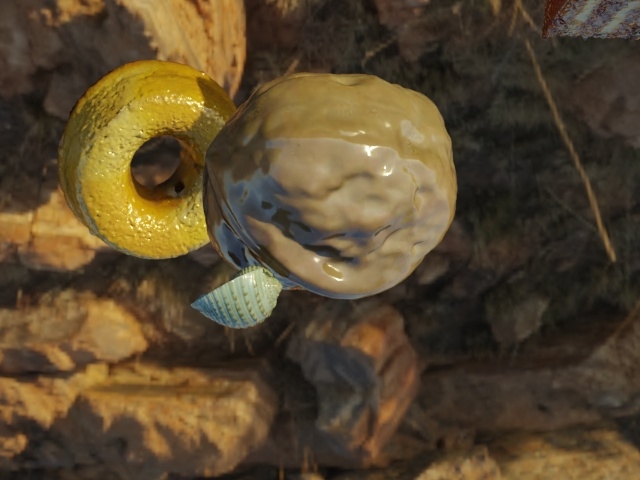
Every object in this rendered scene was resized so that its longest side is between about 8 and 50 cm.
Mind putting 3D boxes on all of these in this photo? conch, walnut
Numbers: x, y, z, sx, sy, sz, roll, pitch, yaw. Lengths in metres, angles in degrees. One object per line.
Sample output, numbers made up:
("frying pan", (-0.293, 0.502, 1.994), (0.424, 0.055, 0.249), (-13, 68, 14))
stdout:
("conch", (-0.078, 0.059, 1.029), (0.085, 0.056, 0.076), (-33, 171, 3))
("walnut", (0.005, -0.056, 1.102), (0.273, 0.227, 0.273), (7, 179, 0))

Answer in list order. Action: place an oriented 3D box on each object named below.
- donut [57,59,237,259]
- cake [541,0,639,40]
("donut", (-0.238, -0.109, 1.558), (0.303, 0.110, 0.302), (-6, 113, -15))
("cake", (0.361, -0.301, 1.208), (0.158, 0.159, 0.262), (0, 134, -4))
